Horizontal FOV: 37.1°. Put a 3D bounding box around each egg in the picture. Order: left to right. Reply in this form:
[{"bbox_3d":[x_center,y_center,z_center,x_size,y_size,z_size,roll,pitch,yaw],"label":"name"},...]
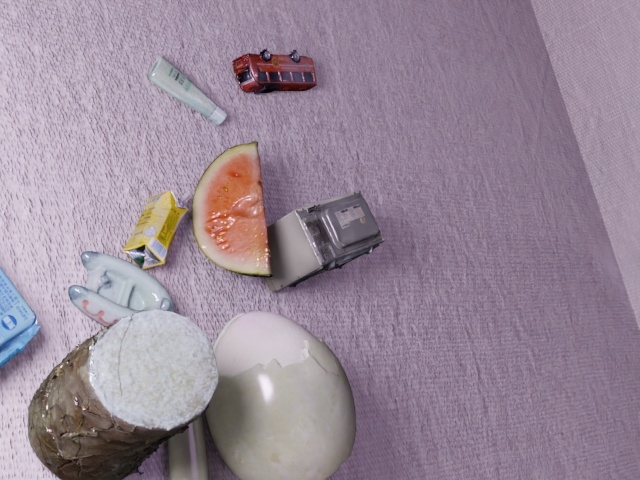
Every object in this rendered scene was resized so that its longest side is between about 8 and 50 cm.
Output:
[{"bbox_3d":[-0.082,0.291,1.769,0.278,0.278,0.336,-21,88,-49],"label":"egg"}]

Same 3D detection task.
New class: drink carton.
[{"bbox_3d":[-0.311,-0.041,1.865,0.074,0.084,0.200,47,42,-32],"label":"drink carton"}]

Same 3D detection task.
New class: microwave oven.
[{"bbox_3d":[0.000,0.000,2.077,0.240,0.194,0.145,-19,85,-51],"label":"microwave oven"}]

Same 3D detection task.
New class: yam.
[{"bbox_3d":[-0.320,0.256,1.535,0.241,0.348,0.241,16,56,-25],"label":"yam"}]

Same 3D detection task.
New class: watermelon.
[{"bbox_3d":[-0.169,-0.036,1.978,0.128,0.159,0.304,48,31,-62],"label":"watermelon"}]

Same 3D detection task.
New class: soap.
[{"bbox_3d":[-0.584,0.077,1.529,0.293,0.077,0.156,56,43,-6],"label":"soap"}]

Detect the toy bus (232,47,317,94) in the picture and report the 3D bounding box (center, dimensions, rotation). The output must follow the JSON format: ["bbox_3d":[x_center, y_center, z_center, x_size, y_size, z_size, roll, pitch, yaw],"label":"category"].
[{"bbox_3d":[-0.107,-0.402,2.272,0.235,0.073,0.096,-13,86,-49],"label":"toy bus"}]

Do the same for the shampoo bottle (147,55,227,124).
[{"bbox_3d":[-0.286,-0.318,2.066,0.190,0.041,0.069,37,42,-26],"label":"shampoo bottle"}]

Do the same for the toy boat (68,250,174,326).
[{"bbox_3d":[-0.357,0.100,1.749,0.207,0.079,0.134,34,46,-26],"label":"toy boat"}]

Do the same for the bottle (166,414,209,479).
[{"bbox_3d":[-0.239,0.390,1.716,0.072,0.072,0.202,11,62,-42],"label":"bottle"}]
